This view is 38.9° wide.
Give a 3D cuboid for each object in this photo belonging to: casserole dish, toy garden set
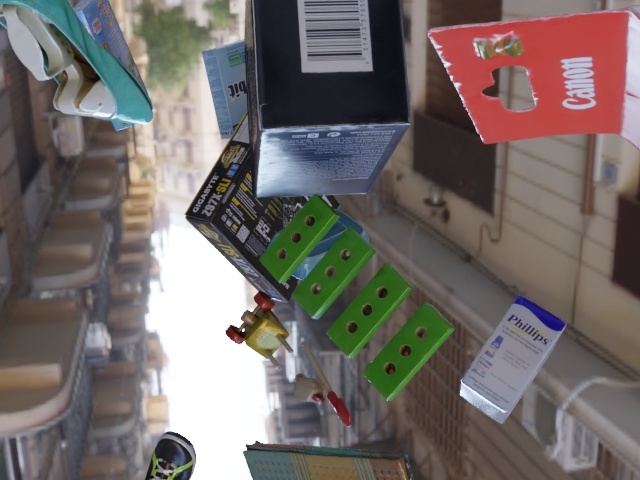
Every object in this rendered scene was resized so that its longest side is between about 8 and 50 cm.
[{"bbox_3d":[0.000,0.000,1.477,0.188,0.037,0.114,-24,-131,-37],"label":"casserole dish"},{"bbox_3d":[0.014,0.099,1.061,0.244,0.203,0.049,46,-168,31],"label":"toy garden set"}]

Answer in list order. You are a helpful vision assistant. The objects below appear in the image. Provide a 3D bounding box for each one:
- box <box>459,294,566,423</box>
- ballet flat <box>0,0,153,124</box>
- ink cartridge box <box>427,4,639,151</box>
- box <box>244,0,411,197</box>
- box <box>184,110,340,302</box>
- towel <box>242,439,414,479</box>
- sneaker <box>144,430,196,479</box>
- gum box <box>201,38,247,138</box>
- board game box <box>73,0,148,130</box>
[{"bbox_3d":[0.246,0.156,1.174,0.072,0.137,0.126,34,169,16],"label":"box"},{"bbox_3d":[-0.271,-0.187,0.965,0.083,0.247,0.087,2,-125,30],"label":"ballet flat"},{"bbox_3d":[0.297,-0.084,0.694,0.385,0.091,0.308,0,171,18],"label":"ink cartridge box"},{"bbox_3d":[-0.007,-0.254,1.406,0.212,0.293,0.395,-3,169,-5],"label":"box"},{"bbox_3d":[-0.107,-0.061,1.834,0.079,0.322,0.257,12,-114,35],"label":"box"},{"bbox_3d":[0.035,0.468,1.513,0.370,0.271,0.040,-9,-170,45],"label":"towel"},{"bbox_3d":[-0.299,0.475,1.723,0.084,0.234,0.097,19,-157,6],"label":"sneaker"},{"bbox_3d":[-0.168,-0.321,1.904,0.041,0.184,0.157,1,-160,32],"label":"gum box"},{"bbox_3d":[-0.370,-0.320,1.592,0.039,0.211,0.160,-14,-153,8],"label":"board game box"}]
